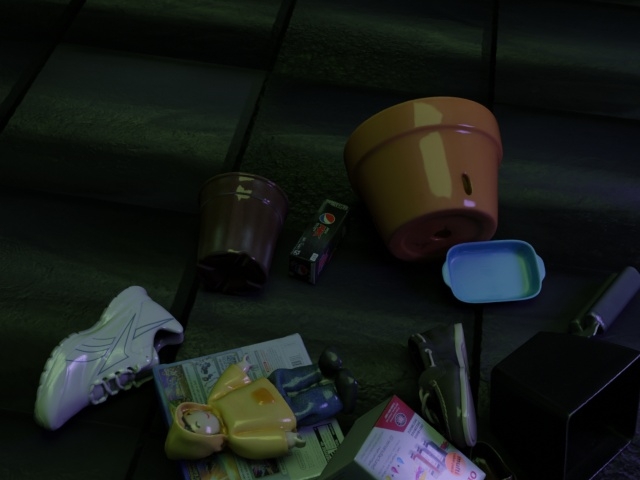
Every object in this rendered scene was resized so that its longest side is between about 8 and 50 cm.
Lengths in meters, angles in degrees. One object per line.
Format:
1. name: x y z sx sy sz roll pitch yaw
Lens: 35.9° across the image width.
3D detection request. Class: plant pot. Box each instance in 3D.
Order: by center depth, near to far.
1. plant pot: 0.361 0.246 1.500 0.187 0.188 0.167 -31 43 -31
2. plant pot: -0.144 -0.004 1.737 0.167 0.167 0.165 5 51 0
3. plant pot: 0.201 -0.092 1.781 0.291 0.291 0.203 -5 61 -9

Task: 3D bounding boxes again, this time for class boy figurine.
1. boy figurine: -0.096 0.240 1.440 0.285 0.092 0.177 -14 49 -23

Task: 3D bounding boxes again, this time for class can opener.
1. can opener: 0.478 0.157 1.688 0.095 0.076 0.283 51 54 -1

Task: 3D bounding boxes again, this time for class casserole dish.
1. casserole dish: 0.305 0.059 1.760 0.189 0.037 0.114 -4 70 -8

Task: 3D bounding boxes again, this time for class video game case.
1. video game case: -0.106 0.282 1.503 0.245 0.061 0.269 -10 46 -17

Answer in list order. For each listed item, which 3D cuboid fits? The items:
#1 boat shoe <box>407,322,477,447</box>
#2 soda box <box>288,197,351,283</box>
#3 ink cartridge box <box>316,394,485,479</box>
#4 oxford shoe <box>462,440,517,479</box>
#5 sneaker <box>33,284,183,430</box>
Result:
1. boat shoe: 0.181 0.223 1.507 0.096 0.112 0.335 -10 16 9
2. soda box: 0.000 0.000 1.804 0.053 0.060 0.169 18 46 16
3. ink cartridge box: 0.112 0.334 1.377 0.176 0.127 0.128 41 50 -3
4. oxford shoe: 0.256 0.385 1.401 0.083 0.096 0.227 -13 48 -19
5. sneaker: -0.331 0.190 1.554 0.129 0.111 0.297 28 50 15
